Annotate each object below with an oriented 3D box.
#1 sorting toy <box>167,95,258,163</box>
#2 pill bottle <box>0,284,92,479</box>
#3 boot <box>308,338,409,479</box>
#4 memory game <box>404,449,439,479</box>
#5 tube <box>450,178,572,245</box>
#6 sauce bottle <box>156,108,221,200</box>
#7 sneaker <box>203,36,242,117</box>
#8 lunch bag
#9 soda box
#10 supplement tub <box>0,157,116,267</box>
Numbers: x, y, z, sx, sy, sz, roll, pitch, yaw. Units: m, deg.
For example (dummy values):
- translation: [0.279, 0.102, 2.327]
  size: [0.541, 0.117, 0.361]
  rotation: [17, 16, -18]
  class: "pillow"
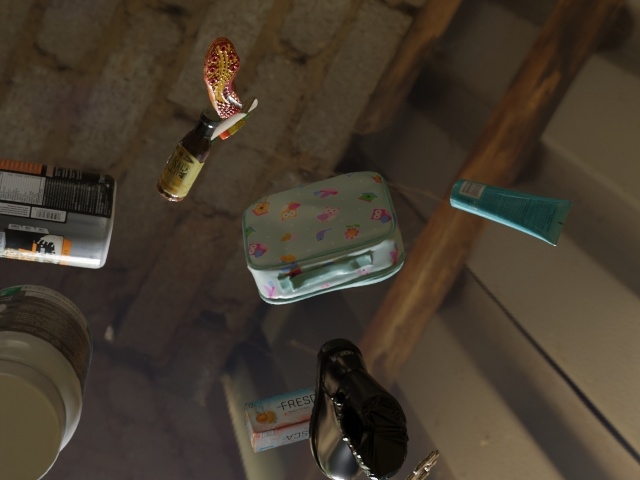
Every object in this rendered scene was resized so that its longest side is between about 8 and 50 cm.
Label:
- translation: [-0.216, -0.221, 2.009]
  size: [0.193, 0.038, 0.208]
  rotation: [-34, -170, 13]
  class: "sorting toy"
- translation: [-0.441, 0.205, 1.397]
  size: [0.204, 0.204, 0.361]
  rotation: [-65, -166, 8]
  class: "pill bottle"
- translation: [0.052, 0.286, 1.387]
  size: [0.207, 0.094, 0.246]
  rotation: [-126, -147, -64]
  class: "boot"
- translation: [0.190, 0.511, 2.028]
  size: [0.012, 0.186, 0.186]
  rotation: [38, -70, 21]
  class: "memory game"
- translation: [0.330, -0.059, 1.702]
  size: [0.207, 0.052, 0.080]
  rotation: [19, -86, 30]
  class: "tube"
- translation: [-0.164, -0.108, 1.219]
  size: [0.128, 0.042, 0.042]
  rotation: [-58, -152, 28]
  class: "sauce bottle"
- translation: [-0.169, -0.273, 1.593]
  size: [0.175, 0.064, 0.067]
  rotation: [97, -32, -59]
  class: "sneaker"
- translation: [0.000, 0.000, 1.698]
  size: [0.279, 0.108, 0.224]
  rotation: [-16, -139, 3]
  class: "lunch bag"
- translation: [-0.030, 0.282, 1.572]
  size: [0.058, 0.183, 0.063]
  rotation: [95, -23, -45]
  class: "soda box"
- translation: [-0.568, -0.057, 1.893]
  size: [0.193, 0.316, 0.193]
  rotation: [-172, -90, -75]
  class: "supplement tub"
